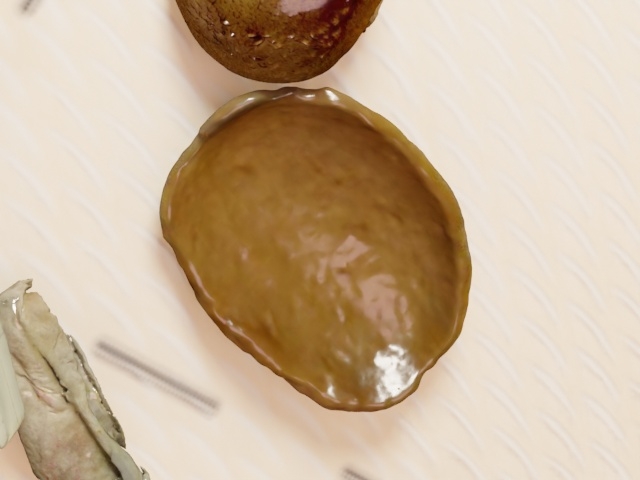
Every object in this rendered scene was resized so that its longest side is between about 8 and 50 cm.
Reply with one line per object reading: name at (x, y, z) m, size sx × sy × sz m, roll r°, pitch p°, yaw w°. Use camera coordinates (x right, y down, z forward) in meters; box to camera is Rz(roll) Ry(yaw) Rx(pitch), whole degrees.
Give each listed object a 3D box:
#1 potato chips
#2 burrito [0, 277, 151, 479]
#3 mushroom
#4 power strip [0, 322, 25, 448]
potato chips at (0.000, 0.000, 1.119) m, size 0.201 × 0.049 × 0.150 m, roll 41°, pitch 92°, yaw -25°
burrito at (-0.147, 0.085, 1.095) m, size 0.055 × 0.041 × 0.149 m, roll -20°, pitch 115°, yaw 11°
mushroom at (-0.021, -0.147, 1.065) m, size 0.127 × 0.087 × 0.127 m, roll 0°, pitch 89°, yaw -1°
power strip at (-0.239, -0.038, 1.010) m, size 0.106 × 0.043 × 0.367 m, roll -9°, pitch 109°, yaw 13°
